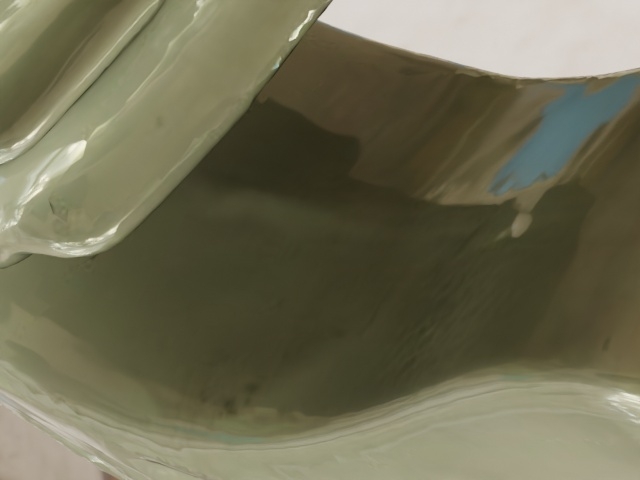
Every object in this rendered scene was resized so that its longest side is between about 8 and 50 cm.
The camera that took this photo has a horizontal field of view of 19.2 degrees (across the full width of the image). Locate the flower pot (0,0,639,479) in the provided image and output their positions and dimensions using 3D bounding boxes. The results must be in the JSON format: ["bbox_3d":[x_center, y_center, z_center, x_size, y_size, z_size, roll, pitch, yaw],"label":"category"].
[{"bbox_3d":[0.000,0.000,0.564,0.367,0.254,0.164,30,-114,16],"label":"flower pot"}]
